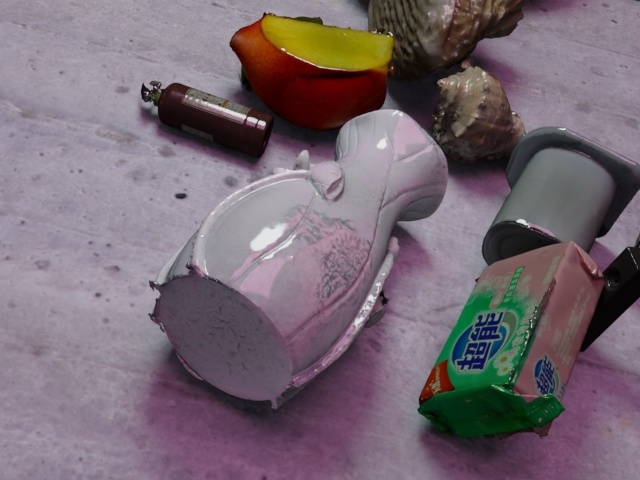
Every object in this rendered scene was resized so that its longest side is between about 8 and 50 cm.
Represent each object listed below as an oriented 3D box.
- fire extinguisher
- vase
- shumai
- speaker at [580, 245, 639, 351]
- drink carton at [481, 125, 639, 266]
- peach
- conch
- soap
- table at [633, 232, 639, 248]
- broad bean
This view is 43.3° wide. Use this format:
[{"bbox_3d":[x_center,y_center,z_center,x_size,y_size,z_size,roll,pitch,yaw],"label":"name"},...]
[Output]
[{"bbox_3d":[-0.188,-0.203,1.280,0.231,0.071,0.099,20,21,5],"label":"fire extinguisher"},{"bbox_3d":[0.000,0.000,1.050,0.250,0.250,0.445,32,46,13],"label":"vase"},{"bbox_3d":[0.246,-0.389,1.410,0.262,0.267,0.314,5,38,-17],"label":"shumai"},{"bbox_3d":[0.383,0.083,1.085,0.046,0.191,0.040,6,49,-18],"label":"speaker"},{"bbox_3d":[0.338,-0.033,1.201,0.191,0.185,0.189,30,62,10],"label":"drink carton"},{"bbox_3d":[-0.019,-0.260,1.300,0.267,0.158,0.154,8,39,-9],"label":"peach"},{"bbox_3d":[0.273,-0.203,1.335,0.245,0.163,0.178,30,61,-28],"label":"conch"},{"bbox_3d":[0.245,0.128,1.032,0.098,0.218,0.273,46,52,-12],"label":"soap"},{"bbox_3d":[0.518,0.001,1.220,0.062,0.146,0.175,31,51,13],"label":"table"},{"bbox_3d":[-0.075,-0.345,1.435,0.065,0.046,0.254,37,53,9],"label":"broad bean"}]
